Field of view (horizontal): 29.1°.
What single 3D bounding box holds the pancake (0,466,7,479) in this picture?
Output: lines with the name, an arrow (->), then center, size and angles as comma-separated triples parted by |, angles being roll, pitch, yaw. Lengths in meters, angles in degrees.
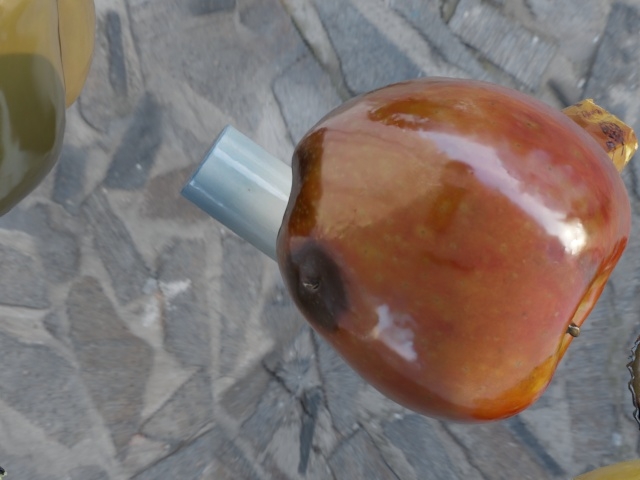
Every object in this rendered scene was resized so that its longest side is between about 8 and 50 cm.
pancake -> -0.055, 0.161, 0.339 | 0.197, 0.376, 0.054 | 7, 112, -29

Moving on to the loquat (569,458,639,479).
loquat -> 0.246, 0.322, 0.881 | 0.360, 0.328, 0.328 | -13, 82, -43

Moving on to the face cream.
face cream -> 0.000, 0.000, 1.073 | 0.250, 0.077, 0.077 | 35, 84, -10

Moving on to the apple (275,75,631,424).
apple -> 0.081, -0.001, 0.799 | 0.230, 0.230, 0.229 | 0, 84, -1

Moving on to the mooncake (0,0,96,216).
mooncake -> -0.399, -0.163, 0.953 | 0.467, 0.467, 0.262 | -3, 124, -1

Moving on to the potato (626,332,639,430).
potato -> 0.443, 0.122, 1.199 | 0.229, 0.266, 0.229 | 15, 117, 31

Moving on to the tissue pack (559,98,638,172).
tissue pack -> 0.191, -0.027, 1.186 | 0.092, 0.183, 0.226 | 43, 42, 22
